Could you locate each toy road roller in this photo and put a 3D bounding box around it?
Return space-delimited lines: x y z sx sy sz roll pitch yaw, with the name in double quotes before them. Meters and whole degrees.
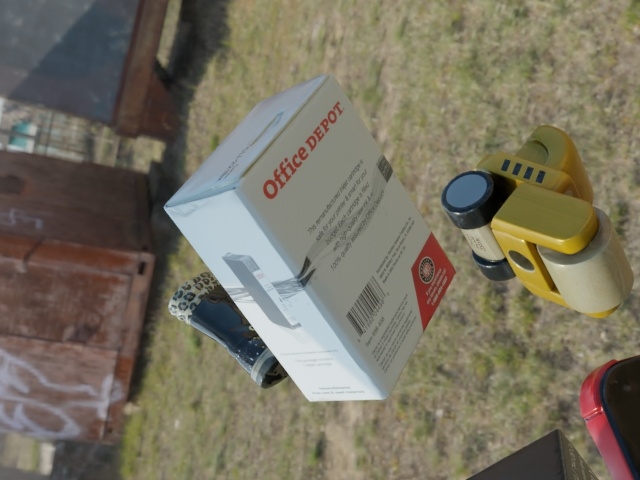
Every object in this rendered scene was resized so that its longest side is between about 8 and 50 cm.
"toy road roller" 0.382 -0.050 1.465 0.240 0.202 0.329 -48 41 -13

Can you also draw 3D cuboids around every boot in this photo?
"boot" -0.077 0.096 1.231 0.236 0.178 0.085 -28 -34 -58

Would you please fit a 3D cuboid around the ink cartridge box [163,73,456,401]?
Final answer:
"ink cartridge box" 0.000 0.000 0.917 0.114 0.273 0.197 -11 32 41

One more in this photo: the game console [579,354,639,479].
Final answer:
"game console" 0.565 0.282 1.183 0.060 0.386 0.342 107 147 -61

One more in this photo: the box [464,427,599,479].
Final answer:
"box" 0.402 0.641 1.400 0.297 0.472 0.480 -34 8 18
